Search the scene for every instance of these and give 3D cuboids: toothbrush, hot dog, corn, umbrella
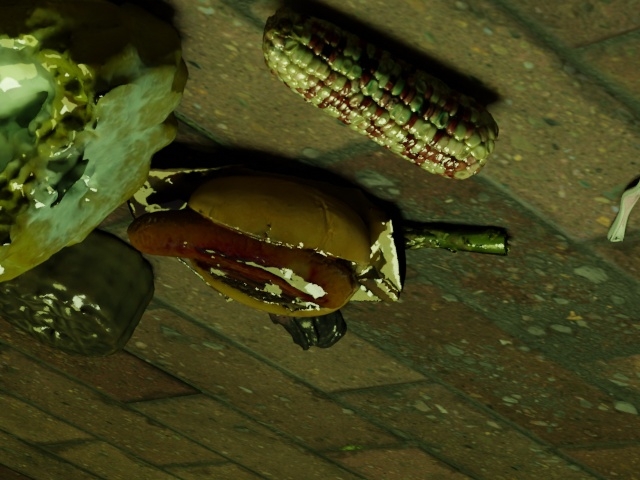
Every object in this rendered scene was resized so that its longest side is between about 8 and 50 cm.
[{"bbox_3d":[0.313,-0.039,1.715,0.017,0.022,0.204,0,157,0],"label":"toothbrush"},{"bbox_3d":[-0.074,0.015,1.891,0.326,0.107,0.194,3,120,12],"label":"hot dog"},{"bbox_3d":[0.051,-0.138,1.597,0.253,0.086,0.086,26,155,-18],"label":"corn"},{"bbox_3d":[-0.069,0.043,2.084,0.094,0.090,0.326,4,153,37],"label":"umbrella"}]

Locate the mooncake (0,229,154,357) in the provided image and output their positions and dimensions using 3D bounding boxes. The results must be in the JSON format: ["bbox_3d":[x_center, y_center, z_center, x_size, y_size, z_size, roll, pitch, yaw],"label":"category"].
[{"bbox_3d":[-0.345,0.067,2.290,0.228,0.124,0.228,16,157,7],"label":"mooncake"}]

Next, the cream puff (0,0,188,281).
[{"bbox_3d":[-0.300,-0.132,1.675,0.270,0.323,0.274,43,-172,19],"label":"cream puff"}]

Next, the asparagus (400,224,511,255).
[{"bbox_3d":[0.135,-0.001,1.915,0.165,0.030,0.036,3,180,29],"label":"asparagus"}]
